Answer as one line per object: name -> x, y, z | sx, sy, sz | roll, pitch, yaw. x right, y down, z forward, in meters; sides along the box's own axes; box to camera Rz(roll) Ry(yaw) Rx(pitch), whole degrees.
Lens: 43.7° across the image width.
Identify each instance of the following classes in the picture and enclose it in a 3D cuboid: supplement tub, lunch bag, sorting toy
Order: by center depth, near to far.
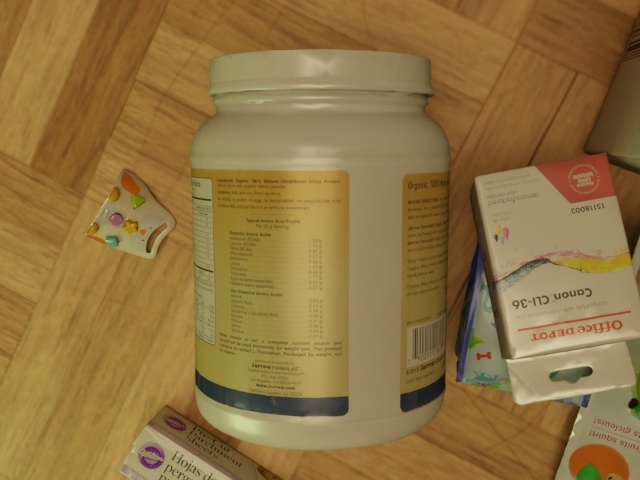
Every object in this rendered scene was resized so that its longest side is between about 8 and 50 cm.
supplement tub -> 0.000, 0.000, 0.710 | 0.228, 0.228, 0.317 | 1, 97, 7
lunch bag -> 0.202, 0.065, 0.762 | 0.128, 0.096, 0.151 | 9, 108, 6
sorting toy -> -0.195, -0.018, 0.832 | 0.075, 0.045, 0.083 | 30, 100, -17

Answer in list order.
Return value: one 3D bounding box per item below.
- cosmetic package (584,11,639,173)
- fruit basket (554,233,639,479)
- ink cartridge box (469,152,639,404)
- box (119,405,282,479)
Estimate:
cosmetic package -> 0.470, -0.148, 0.587 | 0.393, 0.327, 0.330 | 19, 99, 3
fruit basket -> 0.401, 0.184, 0.713 | 0.326, 0.165, 0.353 | 17, 108, 14
ink cartridge box -> 0.205, 0.036, 0.686 | 0.115, 0.067, 0.198 | -11, 80, 4
box -> -0.053, 0.292, 0.835 | 0.324, 0.067, 0.063 | 32, 99, 3
